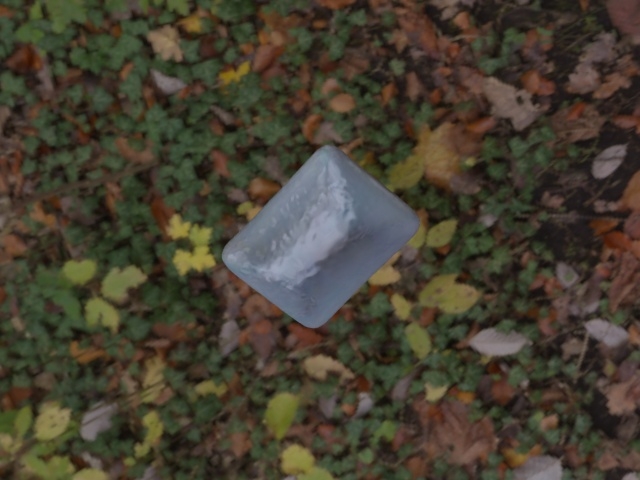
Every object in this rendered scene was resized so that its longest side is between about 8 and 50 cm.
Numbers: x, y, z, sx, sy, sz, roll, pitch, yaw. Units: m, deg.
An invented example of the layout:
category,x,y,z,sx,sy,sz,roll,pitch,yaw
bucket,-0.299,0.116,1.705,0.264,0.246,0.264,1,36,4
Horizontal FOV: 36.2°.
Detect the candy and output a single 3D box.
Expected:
category,x,y,z,sx,sy,sz,roll,pitch,yaw
candy,0.000,0.000,1.009,0.138,0.071,0.174,38,110,-17
